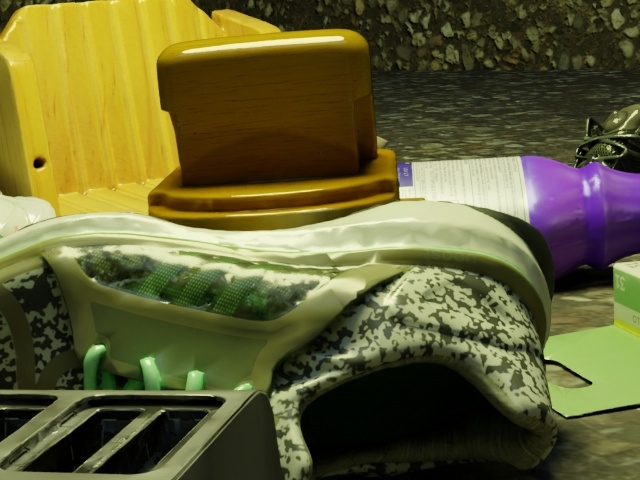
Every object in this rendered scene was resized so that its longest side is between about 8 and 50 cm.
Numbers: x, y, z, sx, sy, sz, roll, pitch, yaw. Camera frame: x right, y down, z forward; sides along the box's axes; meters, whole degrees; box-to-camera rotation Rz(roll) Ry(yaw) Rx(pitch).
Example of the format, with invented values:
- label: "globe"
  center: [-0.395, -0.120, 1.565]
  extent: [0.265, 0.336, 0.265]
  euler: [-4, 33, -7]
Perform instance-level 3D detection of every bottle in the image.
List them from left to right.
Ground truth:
- label: "bottle"
  center: [0.168, -0.017, 1.246]
  extent: [0.282, 0.092, 0.118]
  euler: [-4, 42, 4]

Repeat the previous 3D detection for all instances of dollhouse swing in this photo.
- label: "dollhouse swing"
  center: [-0.147, -0.130, 1.556]
  extent: [0.346, 0.315, 0.305]
  euler: [-11, 2, -33]

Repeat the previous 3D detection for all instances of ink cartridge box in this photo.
- label: "ink cartridge box"
  center: [0.239, 0.057, 0.982]
  extent: [0.235, 0.056, 0.171]
  euler: [-5, 11, -15]

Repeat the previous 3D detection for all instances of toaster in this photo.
- label: "toaster"
  center: [-0.115, 0.128, 0.581]
  extent: [0.168, 0.110, 0.185]
  euler: [-2, 11, 15]

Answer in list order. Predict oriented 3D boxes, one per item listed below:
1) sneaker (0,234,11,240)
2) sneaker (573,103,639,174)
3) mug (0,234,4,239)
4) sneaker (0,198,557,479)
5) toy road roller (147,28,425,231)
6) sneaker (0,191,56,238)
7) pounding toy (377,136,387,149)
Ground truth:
- label: "sneaker"
  center: [-0.250, 0.053, 1.105]
  extent: [0.295, 0.105, 0.147]
  euler: [-8, -11, 33]
- label: "sneaker"
  center: [0.257, -0.058, 1.377]
  extent: [0.227, 0.130, 0.087]
  euler: [-15, 13, -37]
- label: "mug"
  center: [-0.377, 0.008, 1.338]
  extent: [0.157, 0.097, 0.129]
  euler: [-12, 13, -35]
- label: "sneaker"
  center: [-0.055, 0.081, 0.782]
  extent: [0.410, 0.158, 0.182]
  euler: [-9, 29, -3]
- label: "toy road roller"
  center: [-0.023, -0.029, 1.021]
  extent: [0.202, 0.241, 0.329]
  euler: [-3, 11, 3]
- label: "sneaker"
  center: [-0.371, -0.023, 1.467]
  extent: [0.115, 0.090, 0.232]
  euler: [6, -1, -44]
- label: "pounding toy"
  center: [-0.025, -0.099, 1.856]
  extent: [0.154, 0.155, 0.269]
  euler: [23, 5, -33]
